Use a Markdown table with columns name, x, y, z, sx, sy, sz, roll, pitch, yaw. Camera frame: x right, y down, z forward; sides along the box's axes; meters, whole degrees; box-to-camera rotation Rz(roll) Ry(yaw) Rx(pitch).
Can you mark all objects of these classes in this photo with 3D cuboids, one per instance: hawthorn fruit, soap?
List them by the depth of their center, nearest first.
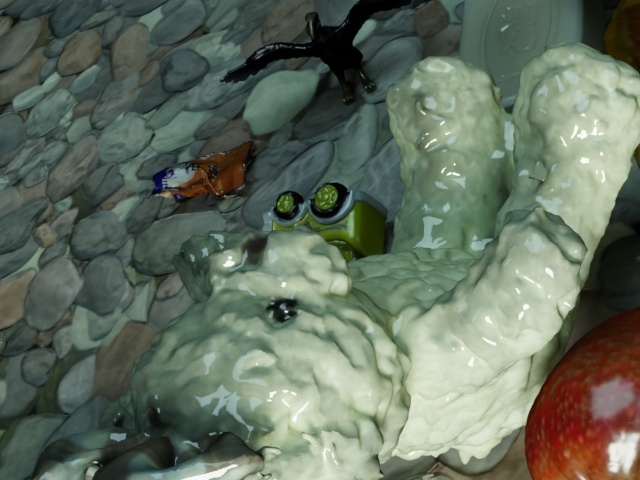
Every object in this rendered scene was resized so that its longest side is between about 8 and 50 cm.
| name | x | y | z | sx | sy | sz | roll | pitch | yaw |
| --- | --- | --- | --- | --- | --- | --- | --- | --- | --- |
| hawthorn fruit | 0.223 | 0.098 | 0.840 | 0.163 | 0.162 | 0.203 | 1 | 41 | 37 |
| soap | 0.185 | -0.164 | 1.178 | 0.121 | 0.064 | 0.183 | -16 | 43 | 28 |

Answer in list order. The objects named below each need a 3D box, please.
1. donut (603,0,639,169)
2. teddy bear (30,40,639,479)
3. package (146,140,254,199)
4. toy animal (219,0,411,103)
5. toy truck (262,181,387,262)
| name | x | y | z | sx | sy | sz | roll | pitch | yaw |
| --- | --- | --- | --- | --- | --- | --- | --- | --- | --- |
| donut | 0.363 | -0.136 | 0.942 | 0.330 | 0.160 | 0.330 | -16 | 42 | 14 |
| teddy bear | 0.009 | 0.011 | 0.872 | 0.327 | 0.362 | 0.375 | 4 | 81 | 47 |
| package | -0.118 | -0.063 | 1.336 | 0.111 | 0.033 | 0.077 | -11 | 21 | 11 |
| toy animal | 0.011 | -0.186 | 1.298 | 0.220 | 0.108 | 0.062 | -25 | 47 | 19 |
| toy truck | 0.000 | 0.000 | 1.159 | 0.111 | 0.076 | 0.077 | -12 | 65 | 29 |
